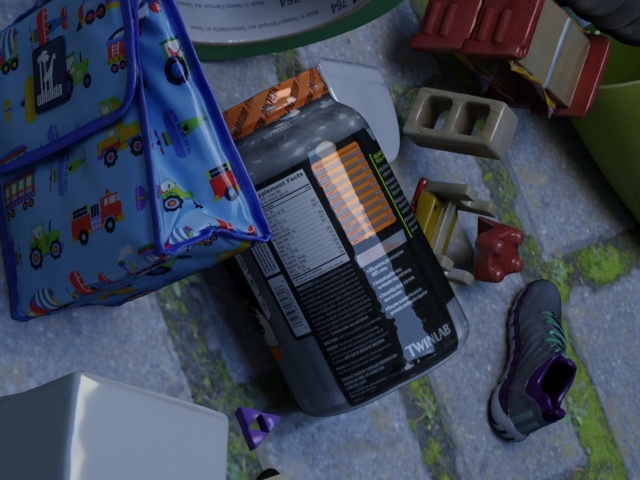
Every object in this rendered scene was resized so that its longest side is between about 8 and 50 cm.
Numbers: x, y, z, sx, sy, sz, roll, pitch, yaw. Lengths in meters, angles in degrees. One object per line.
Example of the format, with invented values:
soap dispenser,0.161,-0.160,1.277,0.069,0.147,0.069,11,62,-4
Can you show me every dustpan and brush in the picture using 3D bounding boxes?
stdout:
dustpan and brush,0.048,-0.093,1.848,0.147,0.060,0.211,0,66,-58

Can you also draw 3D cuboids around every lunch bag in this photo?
lunch bag,-0.195,-0.101,1.474,0.138,0.221,0.293,-8,78,-46

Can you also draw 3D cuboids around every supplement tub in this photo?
supplement tub,0.000,0.000,1.648,0.194,0.194,0.316,-31,95,-47

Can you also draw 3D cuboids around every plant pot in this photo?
plant pot,0.469,-0.135,2.161,0.275,0.275,0.293,-48,124,-45

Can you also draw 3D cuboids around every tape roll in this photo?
tape roll,-0.061,-0.269,1.608,0.321,0.321,0.077,3,72,-45

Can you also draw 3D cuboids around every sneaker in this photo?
sneaker,0.271,0.134,1.932,0.083,0.098,0.223,39,49,-27

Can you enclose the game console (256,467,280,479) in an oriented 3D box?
game console,-0.024,0.298,1.576,0.144,0.124,0.085,-47,132,-45

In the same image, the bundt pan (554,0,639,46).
bundt pan,0.320,-0.348,2.046,0.331,0.124,0.331,30,9,-5

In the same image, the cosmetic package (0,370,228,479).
cosmetic package,-0.207,0.353,1.260,0.161,0.230,0.453,22,59,-38

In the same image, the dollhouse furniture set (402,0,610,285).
dollhouse furniture set,0.186,-0.121,1.936,0.201,0.152,0.374,33,74,-52

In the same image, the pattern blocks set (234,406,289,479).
pattern blocks set,-0.059,0.306,1.497,0.286,0.026,0.324,0,63,-24
